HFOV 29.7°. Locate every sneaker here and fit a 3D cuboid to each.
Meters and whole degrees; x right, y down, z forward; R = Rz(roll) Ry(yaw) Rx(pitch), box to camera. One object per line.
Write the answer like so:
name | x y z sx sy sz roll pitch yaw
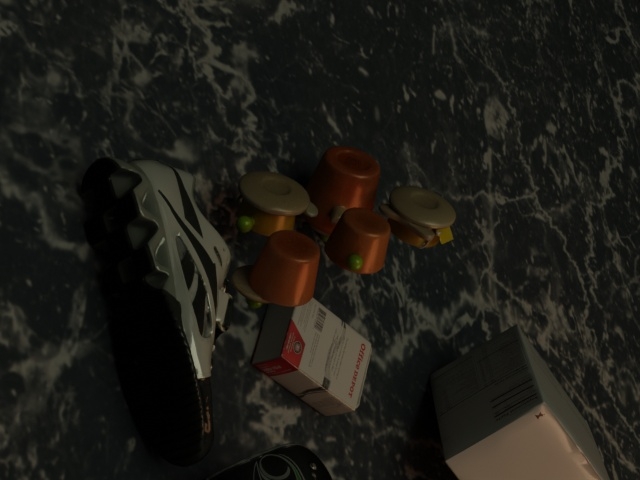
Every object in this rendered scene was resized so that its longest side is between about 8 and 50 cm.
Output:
sneaker | -0.141 0.068 1.280 0.146 0.122 0.331 -4 79 -47

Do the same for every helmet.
helmet | -0.048 0.311 1.261 0.169 0.169 0.162 -4 63 -49

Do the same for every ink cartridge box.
ink cartridge box | -0.009 0.136 1.454 0.135 0.056 0.099 40 49 -31

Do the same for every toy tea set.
toy tea set | 0.000 0.000 1.441 0.200 0.124 0.336 38 36 27

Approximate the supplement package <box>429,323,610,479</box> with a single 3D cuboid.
supplement package | 0.262 0.260 1.585 0.194 0.149 0.203 52 14 -20
